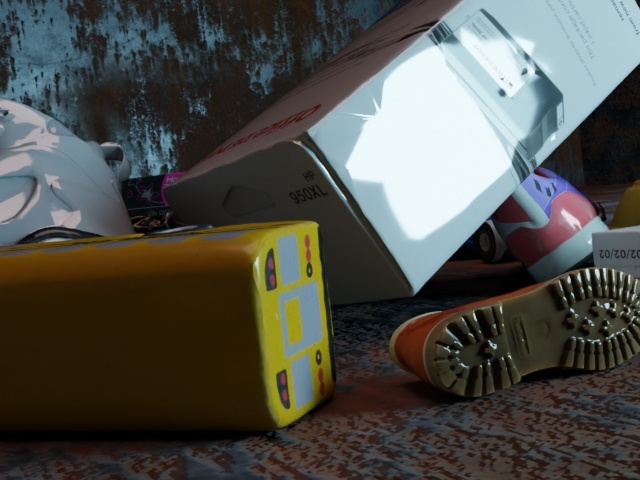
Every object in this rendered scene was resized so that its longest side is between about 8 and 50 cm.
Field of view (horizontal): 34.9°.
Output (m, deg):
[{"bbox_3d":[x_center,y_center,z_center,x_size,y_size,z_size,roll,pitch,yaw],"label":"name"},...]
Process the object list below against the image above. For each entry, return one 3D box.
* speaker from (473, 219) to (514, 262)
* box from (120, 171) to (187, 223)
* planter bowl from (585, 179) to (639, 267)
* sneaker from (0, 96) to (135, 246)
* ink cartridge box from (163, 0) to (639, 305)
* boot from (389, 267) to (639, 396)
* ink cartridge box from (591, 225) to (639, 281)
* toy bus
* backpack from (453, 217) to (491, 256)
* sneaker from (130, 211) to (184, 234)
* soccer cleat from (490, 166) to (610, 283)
[{"bbox_3d":[0.268,-0.007,1.298,0.136,0.055,0.055,-7,3,-21],"label":"speaker"},{"bbox_3d":[-0.215,-0.029,1.675,0.247,0.163,0.142,-5,0,20],"label":"box"},{"bbox_3d":[0.392,-0.026,1.098,0.217,0.090,0.217,-7,3,0],"label":"planter bowl"},{"bbox_3d":[-0.331,-0.004,0.877,0.366,0.210,0.137,-3,-38,-9],"label":"sneaker"},{"bbox_3d":[0.082,-0.115,0.972,0.395,0.166,0.285,-42,15,-28],"label":"ink cartridge box"},{"bbox_3d":[0.118,0.051,0.604,0.158,0.059,0.085,-9,-1,-21],"label":"boot"},{"bbox_3d":[0.291,0.016,0.803,0.181,0.061,0.104,-8,3,-33],"label":"ink cartridge box"},{"bbox_3d":[-0.157,0.055,0.623,0.333,0.108,0.130,-4,5,22],"label":"toy bus"},{"bbox_3d":[0.217,-0.027,1.379,0.120,0.101,0.098,1,14,37],"label":"backpack"},{"bbox_3d":[-0.184,0.016,1.283,0.121,0.112,0.299,-3,4,40],"label":"sneaker"},{"bbox_3d":[0.231,-0.033,1.074,0.109,0.116,0.318,-38,-1,12],"label":"soccer cleat"}]
